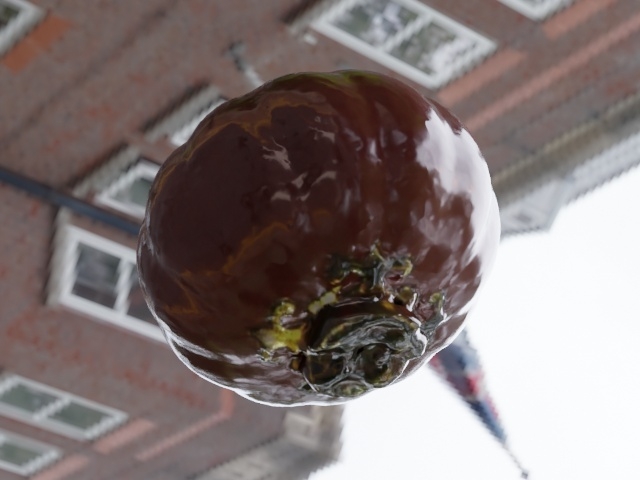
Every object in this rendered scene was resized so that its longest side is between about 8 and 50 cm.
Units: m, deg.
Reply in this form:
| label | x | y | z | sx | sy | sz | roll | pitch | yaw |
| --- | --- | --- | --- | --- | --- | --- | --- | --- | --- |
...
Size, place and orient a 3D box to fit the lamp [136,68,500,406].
| label | x | y | z | sx | sy | sz | roll | pitch | yaw |
| --- | --- | --- | --- | --- | --- | --- | --- | --- | --- |
| lamp | 0.000 | 0.000 | 0.472 | 0.101 | 0.101 | 0.090 | -51 | -137 | 24 |
